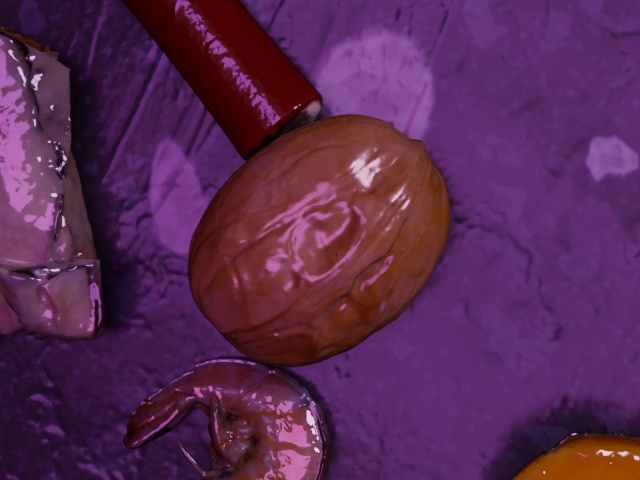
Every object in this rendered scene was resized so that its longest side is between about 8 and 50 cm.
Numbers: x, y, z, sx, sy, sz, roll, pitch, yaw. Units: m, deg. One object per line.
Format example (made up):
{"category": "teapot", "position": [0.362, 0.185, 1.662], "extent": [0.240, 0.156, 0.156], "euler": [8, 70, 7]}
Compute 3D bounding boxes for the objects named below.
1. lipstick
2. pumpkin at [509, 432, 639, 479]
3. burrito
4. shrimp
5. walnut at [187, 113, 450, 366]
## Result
{"category": "lipstick", "position": [-0.098, -0.172, 0.928], "extent": [0.080, 0.080, 0.241], "euler": [-40, 85, 7]}
{"category": "pumpkin", "position": [0.239, 0.264, 0.888], "extent": [0.163, 0.111, 0.278], "euler": [-31, 85, -8]}
{"category": "burrito", "position": [-0.271, -0.077, 0.945], "extent": [0.175, 0.107, 0.347], "euler": [-16, 91, -7]}
{"category": "shrimp", "position": [-0.110, 0.190, 0.957], "extent": [0.251, 0.052, 0.143], "euler": [-31, 76, 0]}
{"category": "walnut", "position": [0.000, 0.000, 0.883], "extent": [0.207, 0.159, 0.159], "euler": [-43, 85, 7]}
